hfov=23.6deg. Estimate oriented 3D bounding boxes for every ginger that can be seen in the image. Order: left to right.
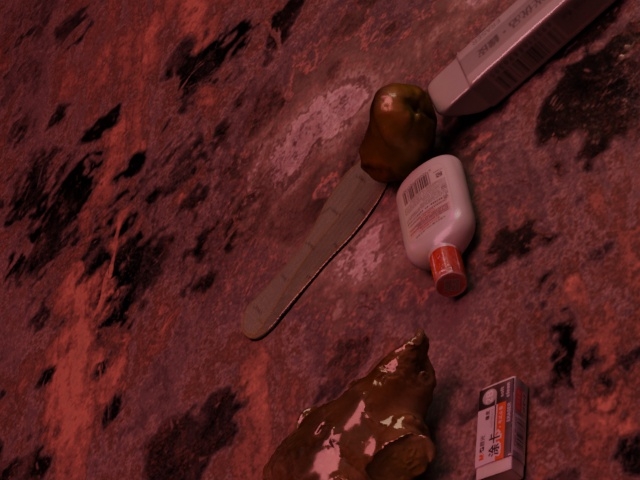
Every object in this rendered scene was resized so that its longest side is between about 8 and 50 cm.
[{"bbox_3d":[0.052,0.229,1.778,0.270,0.123,0.219,-51,33,-17],"label":"ginger"}]

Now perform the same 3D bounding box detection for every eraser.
[{"bbox_3d":[0.200,0.211,1.679,0.052,0.029,0.122,-27,38,37],"label":"eraser"},{"bbox_3d":[0.292,-0.287,2.037,0.352,0.061,0.089,-42,32,19],"label":"eraser"}]

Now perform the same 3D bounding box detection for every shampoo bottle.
[{"bbox_3d":[0.152,-0.015,1.954,0.108,0.051,0.221,-37,34,23],"label":"shampoo bottle"}]

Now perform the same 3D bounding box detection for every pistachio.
[{"bbox_3d":[0.111,-0.147,2.076,0.110,0.100,0.189,-59,-12,-29],"label":"pistachio"}]

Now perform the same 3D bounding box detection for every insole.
[{"bbox_3d":[0.000,0.000,2.183,0.348,0.009,0.119,-51,31,2],"label":"insole"}]
